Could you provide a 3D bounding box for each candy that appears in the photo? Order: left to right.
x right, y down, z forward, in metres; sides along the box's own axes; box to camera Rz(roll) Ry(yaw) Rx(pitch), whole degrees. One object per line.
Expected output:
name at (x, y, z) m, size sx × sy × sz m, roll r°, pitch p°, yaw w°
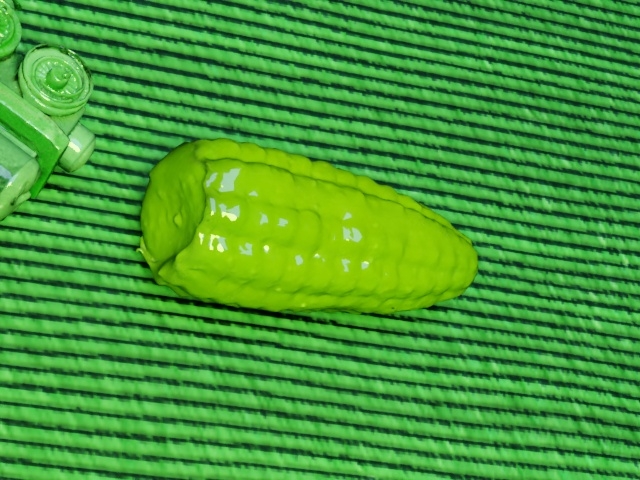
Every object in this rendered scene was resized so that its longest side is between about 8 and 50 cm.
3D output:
candy at (0.000, 0.000, 1.123) m, size 0.209 × 0.097 × 0.097 m, roll 11°, pitch 62°, yaw -26°

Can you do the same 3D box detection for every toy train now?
toy train at (-0.240, -0.106, 1.059) m, size 0.251 × 0.085 × 0.119 m, roll 37°, pitch 47°, yaw -2°
